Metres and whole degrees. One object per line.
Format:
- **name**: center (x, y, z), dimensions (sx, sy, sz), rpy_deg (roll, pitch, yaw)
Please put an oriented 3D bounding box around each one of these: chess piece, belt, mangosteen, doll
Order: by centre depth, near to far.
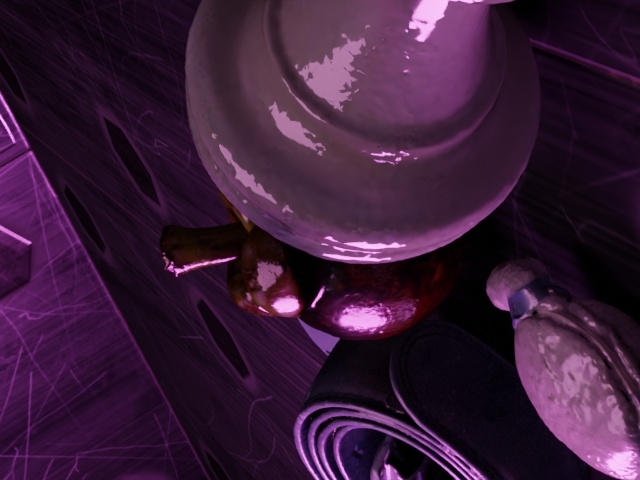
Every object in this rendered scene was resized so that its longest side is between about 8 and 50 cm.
- **chess piece**: center (0.046, -0.125, 0.906), dimensions (0.195, 0.194, 0.299), rpy_deg (55, 157, 12)
- **doll**: center (0.167, 0.085, 1.130), dimensions (0.214, 0.071, 0.103), rpy_deg (51, 167, 31)
- **mangosteen**: center (0.010, -0.005, 1.258), dimensions (0.172, 0.184, 0.172), rpy_deg (30, 138, 31)
- **belt**: center (0.082, 0.154, 1.374), dimensions (0.206, 0.116, 0.267), rpy_deg (17, 150, 31)

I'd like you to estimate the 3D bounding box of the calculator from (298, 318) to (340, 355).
- **calculator**: center (-0.001, 0.028, 1.659), dimensions (0.185, 0.041, 0.299), rpy_deg (29, 147, 63)
